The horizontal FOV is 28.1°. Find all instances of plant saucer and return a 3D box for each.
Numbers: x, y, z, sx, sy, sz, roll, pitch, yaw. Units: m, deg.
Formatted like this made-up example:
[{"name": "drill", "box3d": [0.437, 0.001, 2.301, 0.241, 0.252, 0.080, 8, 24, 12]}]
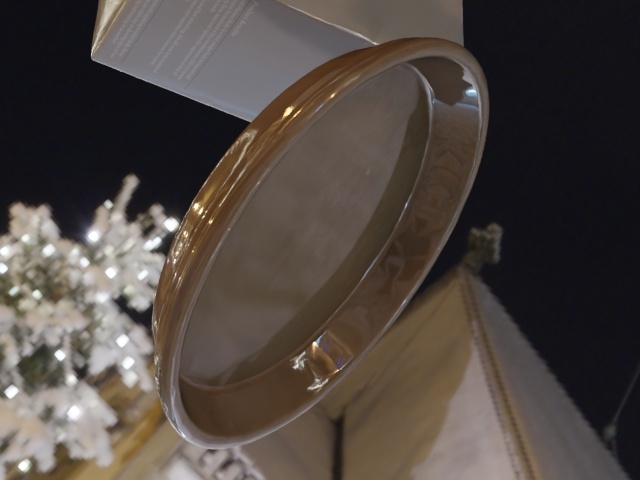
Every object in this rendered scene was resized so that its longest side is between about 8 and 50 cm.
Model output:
[{"name": "plant saucer", "box3d": [0.000, 0.000, 0.753, 0.041, 0.278, 0.278, 36, -44, 26]}]

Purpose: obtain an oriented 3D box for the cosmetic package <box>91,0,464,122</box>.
[{"name": "cosmetic package", "box3d": [-0.027, -0.152, 0.901, 0.238, 0.107, 0.127, 19, -38, -26]}]
